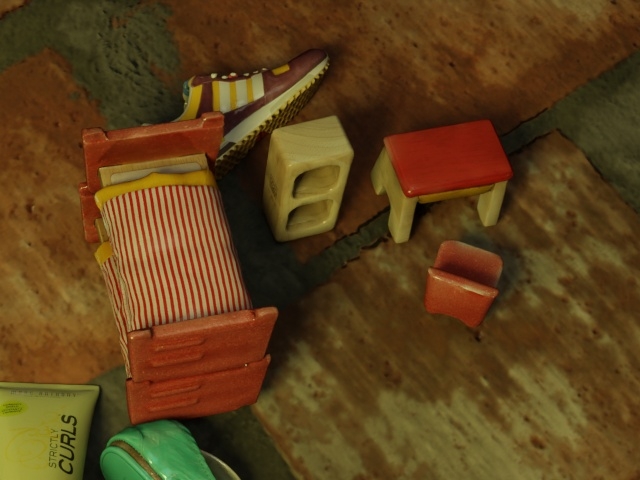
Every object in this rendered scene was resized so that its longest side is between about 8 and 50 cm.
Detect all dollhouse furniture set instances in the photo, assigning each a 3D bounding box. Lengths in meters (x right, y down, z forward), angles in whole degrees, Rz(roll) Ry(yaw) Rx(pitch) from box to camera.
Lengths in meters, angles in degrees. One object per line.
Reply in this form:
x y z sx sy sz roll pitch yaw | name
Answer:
0.000 0.000 1.492 0.374 0.152 0.201 -11 60 -15 | dollhouse furniture set

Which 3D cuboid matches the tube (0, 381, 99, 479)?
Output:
-0.217 0.179 1.386 0.070 0.062 0.240 43 19 -26 | tube

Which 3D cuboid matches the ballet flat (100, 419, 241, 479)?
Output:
-0.068 0.235 1.413 0.087 0.083 0.247 -28 72 -37 | ballet flat

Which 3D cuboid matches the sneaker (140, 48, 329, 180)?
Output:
-0.073 -0.126 1.602 0.084 0.069 0.185 44 63 7 | sneaker
